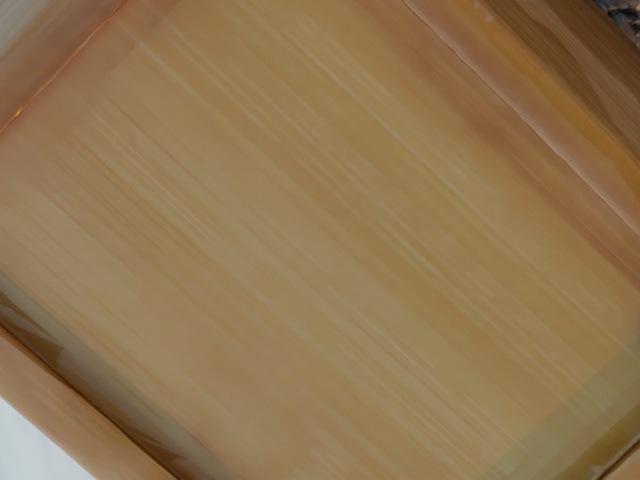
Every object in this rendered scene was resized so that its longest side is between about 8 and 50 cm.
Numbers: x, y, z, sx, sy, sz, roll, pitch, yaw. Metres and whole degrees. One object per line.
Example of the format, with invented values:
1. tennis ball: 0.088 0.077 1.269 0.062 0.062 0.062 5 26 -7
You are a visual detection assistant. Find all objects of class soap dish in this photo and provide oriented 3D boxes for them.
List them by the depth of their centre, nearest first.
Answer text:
1. soap dish: 0.000 0.000 0.637 0.291 0.229 0.118 43 -170 -14

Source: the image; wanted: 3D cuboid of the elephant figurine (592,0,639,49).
1. elephant figurine: 0.147 -0.132 0.823 0.186 0.239 0.169 46 -172 -17
